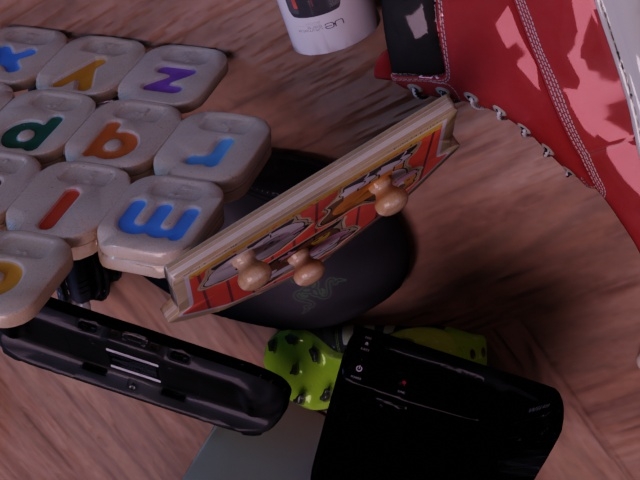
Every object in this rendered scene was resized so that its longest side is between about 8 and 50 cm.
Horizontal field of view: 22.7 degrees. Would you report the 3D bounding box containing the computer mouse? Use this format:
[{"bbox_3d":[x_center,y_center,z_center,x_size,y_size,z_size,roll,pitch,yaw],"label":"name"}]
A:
[{"bbox_3d":[-0.078,0.001,1.051,0.272,0.072,0.188,11,127,17],"label":"computer mouse"}]

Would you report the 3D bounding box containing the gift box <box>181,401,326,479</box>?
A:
[{"bbox_3d":[-0.038,0.305,1.135,0.255,0.258,0.276,26,130,6],"label":"gift box"}]

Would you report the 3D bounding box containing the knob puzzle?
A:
[{"bbox_3d":[0.000,0.000,0.890,0.213,0.213,0.030,-41,78,40],"label":"knob puzzle"}]

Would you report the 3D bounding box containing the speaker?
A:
[{"bbox_3d":[-0.010,-0.175,0.901,0.055,0.055,0.136,-3,123,27],"label":"speaker"}]

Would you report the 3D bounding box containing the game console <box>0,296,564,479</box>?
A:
[{"bbox_3d":[-0.038,0.092,1.006,0.361,0.044,0.213,17,153,2],"label":"game console"}]

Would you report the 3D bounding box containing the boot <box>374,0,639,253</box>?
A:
[{"bbox_3d":[0.128,-0.068,0.901,0.176,0.088,0.244,-10,113,32],"label":"boot"}]

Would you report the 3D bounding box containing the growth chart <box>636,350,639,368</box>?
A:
[{"bbox_3d":[0.327,0.102,0.974,0.237,0.021,0.172,35,132,-2],"label":"growth chart"}]

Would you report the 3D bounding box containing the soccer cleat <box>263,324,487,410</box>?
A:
[{"bbox_3d":[0.034,0.082,1.069,0.179,0.072,0.060,-4,90,48],"label":"soccer cleat"}]

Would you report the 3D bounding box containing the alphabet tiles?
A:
[{"bbox_3d":[-0.180,-0.045,0.927,0.284,0.278,0.021,9,128,18],"label":"alphabet tiles"}]
